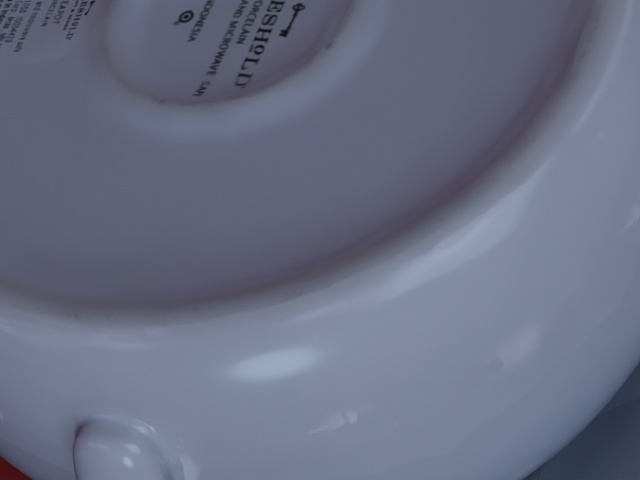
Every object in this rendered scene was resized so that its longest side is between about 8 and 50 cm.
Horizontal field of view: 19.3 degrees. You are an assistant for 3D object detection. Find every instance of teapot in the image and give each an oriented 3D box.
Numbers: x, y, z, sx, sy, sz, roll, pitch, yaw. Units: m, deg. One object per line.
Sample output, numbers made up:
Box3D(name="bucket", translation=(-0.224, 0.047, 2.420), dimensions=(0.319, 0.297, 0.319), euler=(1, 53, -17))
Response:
Box3D(name="teapot", translation=(0.000, 0.000, 0.549), dimensions=(0.256, 0.252, 0.187), euler=(-31, 138, -8))

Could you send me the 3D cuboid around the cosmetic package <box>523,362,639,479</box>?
Box3D(name="cosmetic package", translation=(0.106, 0.119, 0.552), dimensions=(0.138, 0.225, 0.224), euler=(43, 65, -16))
